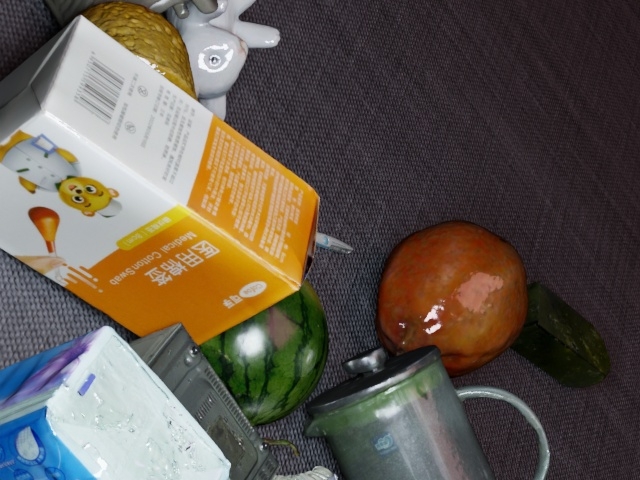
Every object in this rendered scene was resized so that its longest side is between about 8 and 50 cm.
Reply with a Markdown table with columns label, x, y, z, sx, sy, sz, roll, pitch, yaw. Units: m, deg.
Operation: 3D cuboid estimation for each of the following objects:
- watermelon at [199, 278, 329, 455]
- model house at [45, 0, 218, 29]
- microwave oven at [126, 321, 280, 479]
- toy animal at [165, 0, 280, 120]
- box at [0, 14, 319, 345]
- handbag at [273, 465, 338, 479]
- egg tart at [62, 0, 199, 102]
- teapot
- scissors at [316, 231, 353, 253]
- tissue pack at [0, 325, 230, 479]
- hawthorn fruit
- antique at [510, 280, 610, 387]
| label | x | y | z | sx | sy | sz | roll | pitch | yaw |
| --- | --- | --- | --- | --- | --- | --- | --- | --- | --- |
| watermelon | -0.064 | 0.113 | 1.813 | 0.204 | 0.127 | 0.232 | 26 | 54 | -38 |
| model house | -0.246 | -0.338 | 1.789 | 0.229 | 0.188 | 0.122 | 63 | -5 | 12 |
| microwave oven | -0.156 | 0.215 | 1.634 | 0.205 | 0.129 | 0.163 | 56 | 38 | -17 |
| toy animal | -0.132 | -0.247 | 1.908 | 0.140 | 0.138 | 0.282 | 23 | 56 | -51 |
| box | -0.196 | -0.043 | 1.608 | 0.341 | 0.225 | 0.143 | 37 | 46 | -25 |
| handbag | -0.013 | 0.340 | 1.787 | 0.117 | 0.095 | 0.173 | -19 | 90 | -58 |
| egg tart | -0.220 | -0.170 | 1.710 | 0.202 | 0.202 | 0.147 | 44 | 33 | -30 |
| teapot | 0.148 | 0.279 | 1.900 | 0.200 | 0.270 | 0.337 | -56 | 120 | -86 |
| scissors | 0.000 | 0.000 | 2.054 | 0.119 | 0.014 | 0.058 | 22 | 60 | -42 |
| tissue pack | -0.248 | 0.216 | 1.394 | 0.198 | 0.263 | 0.146 | 52 | 38 | -21 |
| hawthorn fruit | 0.163 | 0.101 | 2.067 | 0.210 | 0.210 | 0.262 | 53 | 49 | -20 |
| antique | 0.367 | 0.154 | 2.399 | 0.221 | 0.081 | 0.080 | 35 | 48 | -38 |
